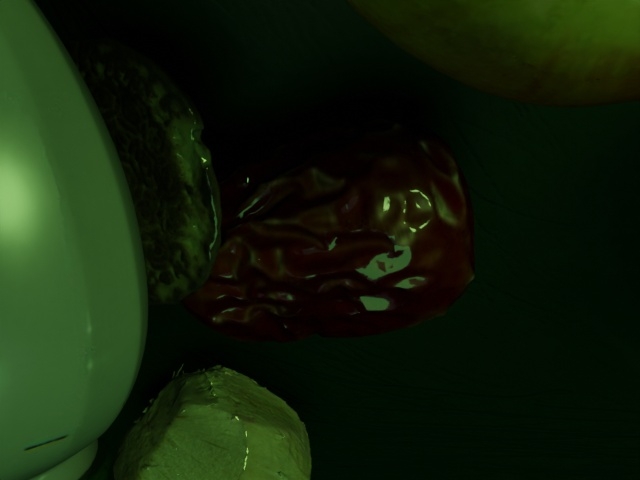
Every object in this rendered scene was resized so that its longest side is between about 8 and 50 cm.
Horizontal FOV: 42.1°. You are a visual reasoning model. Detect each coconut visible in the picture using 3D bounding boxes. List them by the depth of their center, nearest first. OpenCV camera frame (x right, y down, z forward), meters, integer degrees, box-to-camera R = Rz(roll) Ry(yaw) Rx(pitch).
[{"bbox_3d":[-0.095,0.229,0.813,0.195,0.194,0.194,1,134,1],"label":"coconut"}]

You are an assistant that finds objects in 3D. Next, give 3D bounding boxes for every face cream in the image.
[{"bbox_3d":[-0.251,0.033,0.520,0.313,0.219,0.356,1,103,26],"label":"face cream"}]

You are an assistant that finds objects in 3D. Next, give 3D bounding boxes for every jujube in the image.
[{"bbox_3d":[0.000,0.000,0.602,0.230,0.155,0.155,-19,131,21],"label":"jujube"}]

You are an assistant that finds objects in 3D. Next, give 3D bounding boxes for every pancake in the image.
[{"bbox_3d":[-0.141,-0.045,0.574,0.199,0.021,0.199,13,114,32],"label":"pancake"}]

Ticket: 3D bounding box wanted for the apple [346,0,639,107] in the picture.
[{"bbox_3d":[0.105,-0.200,0.342,0.286,0.233,0.285,3,132,4],"label":"apple"}]
